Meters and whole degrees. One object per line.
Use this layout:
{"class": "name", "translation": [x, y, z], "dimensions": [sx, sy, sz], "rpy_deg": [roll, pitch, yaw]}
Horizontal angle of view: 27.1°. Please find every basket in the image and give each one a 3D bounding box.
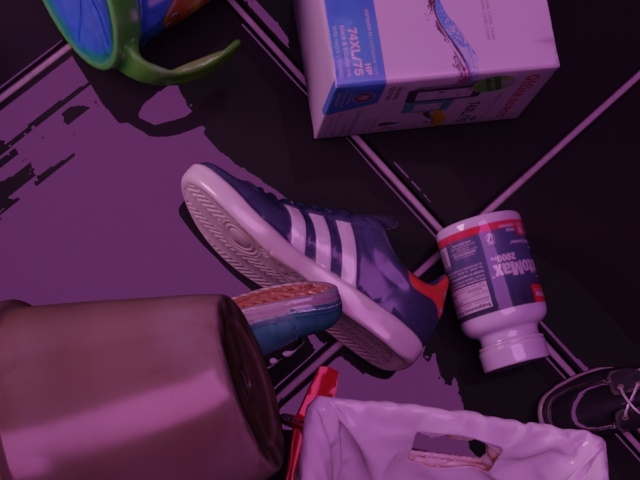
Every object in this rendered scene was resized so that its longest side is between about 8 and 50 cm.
{"class": "basket", "translation": [0.118, 0.379, 1.379], "dimensions": [0.328, 0.266, 0.331], "rpy_deg": [8, 49, -6]}

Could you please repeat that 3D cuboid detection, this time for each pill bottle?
{"class": "pill bottle", "translation": [0.213, 0.063, 1.602], "dimensions": [0.108, 0.108, 0.180], "rpy_deg": [-13, 80, -11]}

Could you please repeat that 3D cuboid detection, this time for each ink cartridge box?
{"class": "ink cartridge box", "translation": [0.122, -0.256, 1.617], "dimensions": [0.270, 0.198, 0.197], "rpy_deg": [-7, 77, -9]}

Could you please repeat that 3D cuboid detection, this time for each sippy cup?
{"class": "sippy cup", "translation": [-0.210, -0.353, 1.593], "dimensions": [0.224, 0.240, 0.305], "rpy_deg": [-30, 121, -24]}

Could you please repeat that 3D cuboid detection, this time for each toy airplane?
{"class": "toy airplane", "translation": [0.014, 0.229, 1.576], "dimensions": [0.151, 0.028, 0.151], "rpy_deg": [1, 78, -7]}

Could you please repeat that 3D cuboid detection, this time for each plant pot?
{"class": "plant pot", "translation": [-0.198, 0.188, 1.354], "dimensions": [0.280, 0.323, 0.323], "rpy_deg": [-18, 79, 9]}

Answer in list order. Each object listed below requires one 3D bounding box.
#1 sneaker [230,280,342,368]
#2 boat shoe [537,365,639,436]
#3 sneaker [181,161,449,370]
{"class": "sneaker", "translation": [-0.102, 0.134, 1.510], "dimensions": [0.302, 0.108, 0.121], "rpy_deg": [-18, 97, 20]}
{"class": "boat shoe", "translation": [0.379, 0.188, 1.612], "dimensions": [0.233, 0.079, 0.084], "rpy_deg": [-9, 80, -8]}
{"class": "sneaker", "translation": [0.000, 0.000, 1.587], "dimensions": [0.350, 0.131, 0.148], "rpy_deg": [38, 66, -3]}
